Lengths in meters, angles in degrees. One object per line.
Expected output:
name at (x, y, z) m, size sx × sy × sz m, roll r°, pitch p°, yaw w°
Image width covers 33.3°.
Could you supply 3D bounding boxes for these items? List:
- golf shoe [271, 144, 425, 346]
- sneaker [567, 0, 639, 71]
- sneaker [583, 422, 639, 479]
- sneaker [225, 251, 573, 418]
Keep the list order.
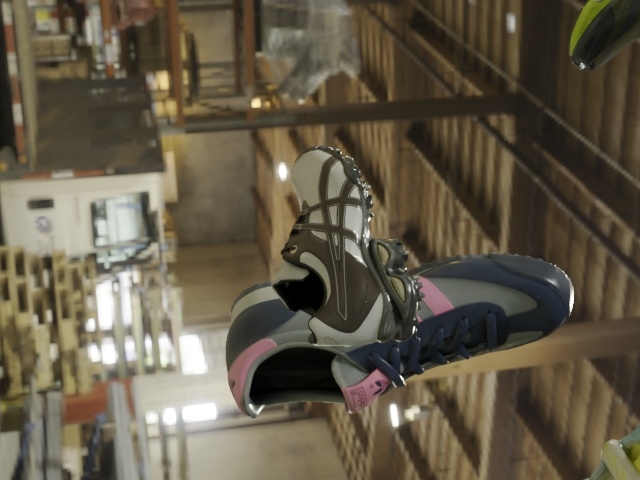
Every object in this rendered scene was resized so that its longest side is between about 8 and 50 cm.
golf shoe at (0.000, 0.000, 0.798) m, size 0.198 × 0.094 × 0.077 m, roll -119°, pitch -161°, yaw -46°
sneaker at (0.363, -0.229, 0.963) m, size 0.111 × 0.300 × 0.121 m, roll -12°, pitch 74°, yaw -60°
sneaker at (0.100, 0.151, 0.445) m, size 0.127 × 0.208 × 0.319 m, roll -83°, pitch 179°, yaw -74°
sneaker at (0.069, 0.098, 0.952) m, size 0.131 × 0.319 × 0.112 m, roll -85°, pitch 160°, yaw -49°
